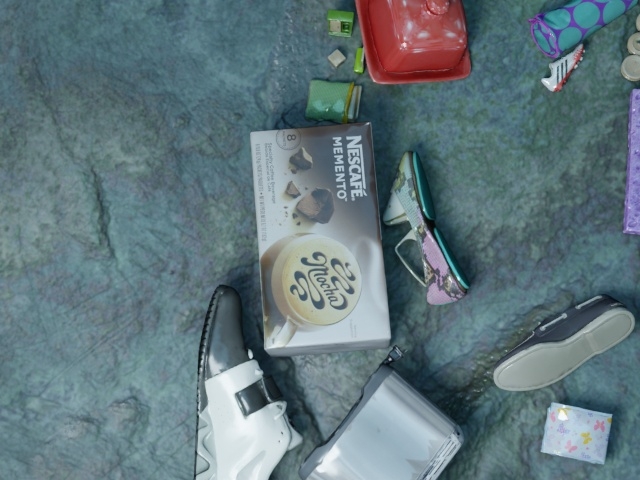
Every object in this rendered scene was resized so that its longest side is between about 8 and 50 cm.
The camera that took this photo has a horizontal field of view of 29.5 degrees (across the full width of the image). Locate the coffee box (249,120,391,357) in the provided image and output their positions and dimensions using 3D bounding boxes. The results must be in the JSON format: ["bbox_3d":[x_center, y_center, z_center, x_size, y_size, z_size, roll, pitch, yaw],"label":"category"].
[{"bbox_3d":[0.000,0.000,1.645,0.168,0.119,0.297,-4,79,1],"label":"coffee box"}]

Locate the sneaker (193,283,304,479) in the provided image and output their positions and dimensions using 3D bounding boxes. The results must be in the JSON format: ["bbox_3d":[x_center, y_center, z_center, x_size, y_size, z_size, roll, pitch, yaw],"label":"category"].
[{"bbox_3d":[-0.096,0.224,1.609,0.146,0.122,0.331,1,85,-5],"label":"sneaker"}]

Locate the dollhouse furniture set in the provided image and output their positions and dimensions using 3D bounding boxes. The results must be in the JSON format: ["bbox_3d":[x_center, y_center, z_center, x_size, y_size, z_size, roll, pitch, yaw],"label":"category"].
[{"bbox_3d":[0.024,-0.245,1.727,0.076,0.058,0.152,8,78,3],"label":"dollhouse furniture set"}]

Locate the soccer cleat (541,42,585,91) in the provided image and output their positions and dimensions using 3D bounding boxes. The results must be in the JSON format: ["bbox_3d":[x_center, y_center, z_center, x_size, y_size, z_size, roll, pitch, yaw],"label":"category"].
[{"bbox_3d":[0.347,-0.251,1.738,0.035,0.029,0.083,33,85,3],"label":"soccer cleat"}]

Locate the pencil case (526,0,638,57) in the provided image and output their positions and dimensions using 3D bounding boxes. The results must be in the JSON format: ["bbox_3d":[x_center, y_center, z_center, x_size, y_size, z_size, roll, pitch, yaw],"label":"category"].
[{"bbox_3d":[0.375,-0.326,1.735,0.151,0.064,0.070,-35,96,-6],"label":"pencil case"}]

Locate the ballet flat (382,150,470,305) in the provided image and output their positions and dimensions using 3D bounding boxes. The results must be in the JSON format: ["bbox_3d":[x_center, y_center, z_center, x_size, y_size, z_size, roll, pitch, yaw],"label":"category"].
[{"bbox_3d":[0.133,-0.014,1.676,0.079,0.077,0.222,-23,79,16],"label":"ballet flat"}]

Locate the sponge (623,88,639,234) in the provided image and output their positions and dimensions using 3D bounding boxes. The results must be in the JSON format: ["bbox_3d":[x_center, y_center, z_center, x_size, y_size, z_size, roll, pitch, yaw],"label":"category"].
[{"bbox_3d":[0.489,-0.106,1.704,0.117,0.031,0.210,5,79,2],"label":"sponge"}]

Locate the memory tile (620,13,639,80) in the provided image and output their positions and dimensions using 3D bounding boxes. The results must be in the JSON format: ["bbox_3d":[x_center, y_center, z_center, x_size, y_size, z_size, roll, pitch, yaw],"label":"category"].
[{"bbox_3d":[0.503,-0.286,1.750,0.113,0.012,0.148,20,80,5],"label":"memory tile"}]

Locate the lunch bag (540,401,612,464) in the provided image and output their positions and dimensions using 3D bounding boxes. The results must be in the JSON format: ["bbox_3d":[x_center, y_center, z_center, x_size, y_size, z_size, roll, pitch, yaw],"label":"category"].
[{"bbox_3d":[0.339,0.256,1.621,0.083,0.053,0.071,11,81,-7],"label":"lunch bag"}]

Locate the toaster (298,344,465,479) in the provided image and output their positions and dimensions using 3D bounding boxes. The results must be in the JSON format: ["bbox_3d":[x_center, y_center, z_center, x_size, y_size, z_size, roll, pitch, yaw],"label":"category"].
[{"bbox_3d":[0.086,0.267,1.586,0.146,0.129,0.227,38,83,4],"label":"toaster"}]

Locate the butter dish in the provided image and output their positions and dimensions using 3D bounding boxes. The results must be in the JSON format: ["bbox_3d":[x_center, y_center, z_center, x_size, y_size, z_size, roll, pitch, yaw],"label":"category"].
[{"bbox_3d":[0.144,-0.310,1.695,0.160,0.118,0.160,-6,78,-19],"label":"butter dish"}]

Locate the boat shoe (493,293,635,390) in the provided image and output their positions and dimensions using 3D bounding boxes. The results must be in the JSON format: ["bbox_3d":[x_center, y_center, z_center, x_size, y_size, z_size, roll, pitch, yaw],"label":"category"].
[{"bbox_3d":[0.323,0.137,1.653,0.206,0.075,0.065,-27,36,1],"label":"boat shoe"}]
